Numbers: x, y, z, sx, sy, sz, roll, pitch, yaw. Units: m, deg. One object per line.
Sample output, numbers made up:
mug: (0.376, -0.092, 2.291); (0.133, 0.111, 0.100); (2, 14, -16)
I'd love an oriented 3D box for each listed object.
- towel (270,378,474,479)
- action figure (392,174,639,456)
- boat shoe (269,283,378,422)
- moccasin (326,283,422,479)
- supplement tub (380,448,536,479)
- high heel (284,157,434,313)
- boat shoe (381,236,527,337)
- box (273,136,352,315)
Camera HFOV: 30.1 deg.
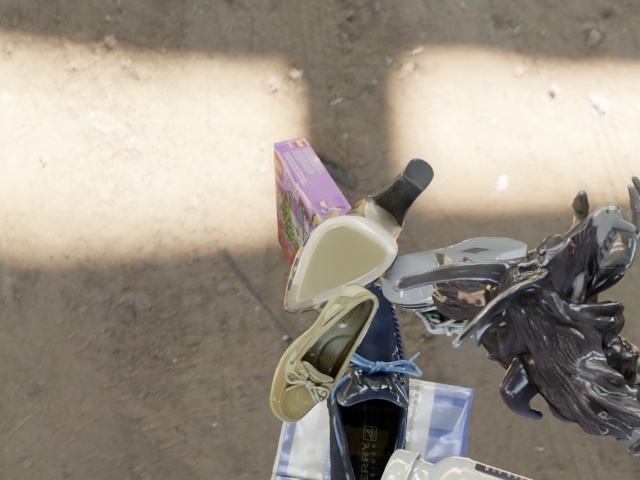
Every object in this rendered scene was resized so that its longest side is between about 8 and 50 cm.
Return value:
towel: (0.078, 0.296, 1.781); (0.285, 0.034, 0.209); (6, 57, 9)
action figure: (0.163, 0.038, 0.575); (0.276, 0.164, 0.141); (27, 94, -39)
boat shoe: (0.004, 0.112, 1.151); (0.056, 0.048, 0.153); (38, 88, -14)
moccasin: (0.076, 0.214, 1.565); (0.138, 0.117, 0.342); (-3, 74, -10)
supplement tub: (0.180, 0.325, 1.163); (0.272, 0.191, 0.191); (16, 63, 12)
high heel: (0.025, 0.025, 1.408); (0.093, 0.186, 0.261); (43, 60, 3)
boat shoe: (0.166, 0.065, 1.460); (0.306, 0.113, 0.105); (-16, 111, -63)
box: (0.000, 0.000, 1.833); (0.057, 0.201, 0.293); (-13, 38, -15)
